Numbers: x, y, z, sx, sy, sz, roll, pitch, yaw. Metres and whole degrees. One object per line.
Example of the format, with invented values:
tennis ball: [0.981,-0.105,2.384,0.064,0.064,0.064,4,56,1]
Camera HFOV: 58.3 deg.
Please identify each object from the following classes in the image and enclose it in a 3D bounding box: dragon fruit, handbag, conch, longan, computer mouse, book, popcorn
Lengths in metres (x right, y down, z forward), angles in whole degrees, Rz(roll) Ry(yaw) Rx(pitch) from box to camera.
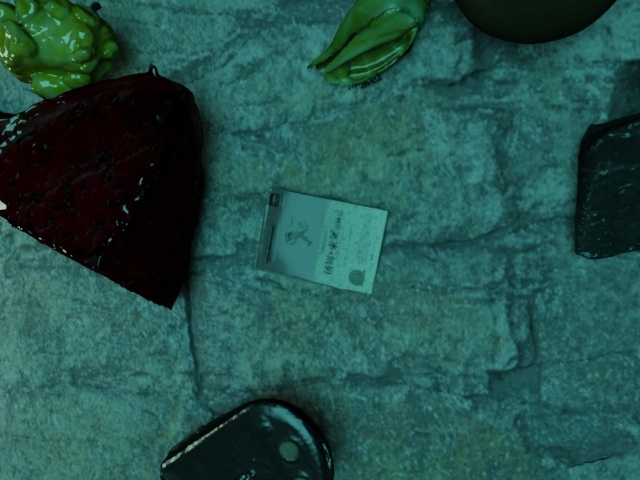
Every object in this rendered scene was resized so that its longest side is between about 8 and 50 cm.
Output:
dragon fruit: [-0.319,-0.086,0.842,0.329,0.228,0.286,14,77,23]
handbag: [0.439,-0.078,0.697,0.270,0.089,0.175,-12,101,13]
conch: [0.078,-0.275,0.752,0.095,0.079,0.201,39,120,-7]
longan: [0.255,-0.330,0.652,0.198,0.198,0.213,30,100,8]
computer mouse: [-0.099,0.327,0.842,0.269,0.100,0.170,-34,86,18]
book: [0.000,0.000,0.829,0.181,0.014,0.127,12,99,10]
popcorn: [-0.366,-0.275,0.803,0.173,0.173,0.142,17,66,10]

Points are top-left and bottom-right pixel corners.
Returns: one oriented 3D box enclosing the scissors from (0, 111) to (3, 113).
scissors: [-0.508,-0.192,0.918,0.220,0.017,0.088,21,101,10]
